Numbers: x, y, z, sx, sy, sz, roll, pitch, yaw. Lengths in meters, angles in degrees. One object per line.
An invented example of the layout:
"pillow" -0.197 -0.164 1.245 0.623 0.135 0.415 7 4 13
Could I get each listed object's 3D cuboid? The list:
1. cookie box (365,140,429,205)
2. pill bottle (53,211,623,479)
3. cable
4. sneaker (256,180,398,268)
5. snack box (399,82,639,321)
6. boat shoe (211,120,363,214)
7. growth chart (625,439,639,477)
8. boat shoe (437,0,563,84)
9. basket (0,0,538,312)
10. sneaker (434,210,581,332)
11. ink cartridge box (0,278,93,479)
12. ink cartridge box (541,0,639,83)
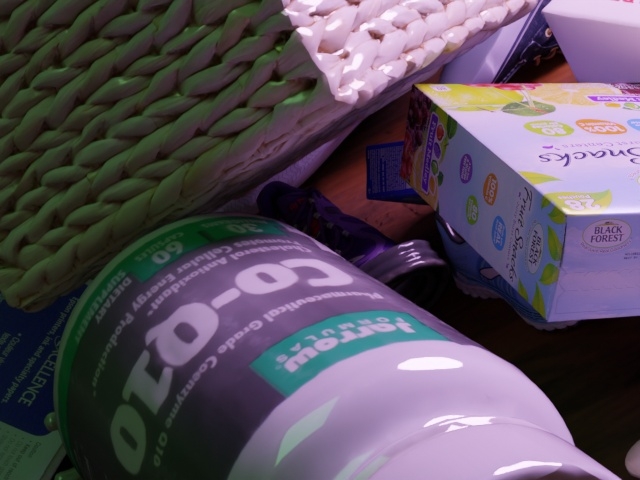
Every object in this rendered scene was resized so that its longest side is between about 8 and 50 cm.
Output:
"cookie box" 0.099 -0.048 1.192 0.107 0.092 0.040 -5 84 40
"pill bottle" 0.008 0.126 0.918 0.204 0.204 0.361 -41 30 -10
"cable" -0.038 0.101 1.137 0.287 0.139 0.072 -20 47 -12
"sneaker" 0.000 0.000 1.243 0.068 0.071 0.170 -44 31 -14
"snack box" 0.166 -0.030 1.022 0.174 0.070 0.207 -3 26 -22
"boat shoe" -0.007 -0.116 1.393 0.335 0.121 0.119 -32 1 21
"growth chart" 0.251 0.076 0.893 0.237 0.021 0.172 -41 15 -10
"boat shoe" 0.163 -0.155 1.316 0.183 0.083 0.065 -58 25 15
"basket" -0.082 -0.168 1.149 0.331 0.266 0.328 -32 1 34
"sneaker" 0.123 0.007 1.102 0.063 0.073 0.162 -47 31 -20
"ink cartridge box" -0.273 0.118 1.222 0.303 0.307 0.072 -60 -7 -45
"ink cartridge box" 0.292 -0.179 1.169 0.237 0.100 0.172 -44 30 -15
